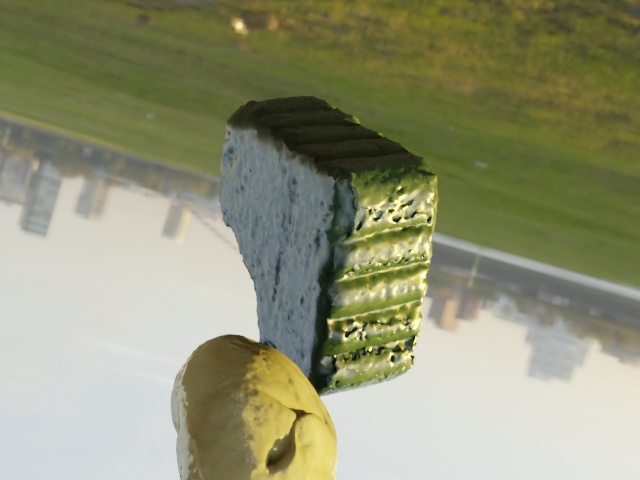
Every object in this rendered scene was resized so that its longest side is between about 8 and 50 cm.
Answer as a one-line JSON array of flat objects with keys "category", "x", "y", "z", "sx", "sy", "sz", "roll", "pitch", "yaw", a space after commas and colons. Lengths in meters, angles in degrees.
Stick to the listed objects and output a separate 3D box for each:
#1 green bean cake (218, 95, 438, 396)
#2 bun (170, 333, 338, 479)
[{"category": "green bean cake", "x": 0.000, "y": 0.000, "z": 1.529, "sx": 0.169, "sy": 0.300, "sz": 0.308, "roll": -8, "pitch": -152, "yaw": -31}, {"category": "bun", "x": -0.062, "y": 0.210, "z": 1.191, "sx": 0.160, "sy": 0.259, "sz": 0.259, "roll": -7, "pitch": -176, "yaw": -5}]
